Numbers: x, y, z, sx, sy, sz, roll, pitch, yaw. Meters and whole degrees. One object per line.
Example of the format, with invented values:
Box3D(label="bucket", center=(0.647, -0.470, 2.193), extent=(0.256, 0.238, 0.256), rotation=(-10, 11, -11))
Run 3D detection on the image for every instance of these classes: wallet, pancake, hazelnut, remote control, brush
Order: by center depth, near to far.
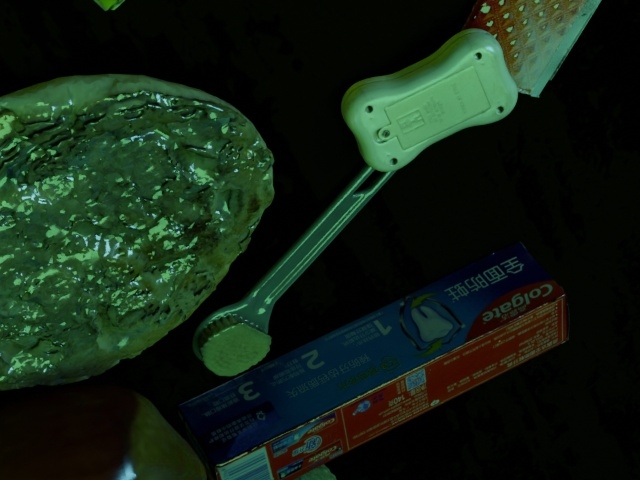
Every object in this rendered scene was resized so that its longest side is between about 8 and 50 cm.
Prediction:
Box3D(label="pancake", center=(-0.162, -0.002, 1.070), extent=(0.282, 0.049, 0.282), rotation=(-18, 135, -19))
Box3D(label="hazelnut", center=(-0.184, 0.209, 1.140), extent=(0.181, 0.181, 0.212), rotation=(-35, 119, -33))
Box3D(label="remote control", center=(0.078, -0.100, 1.143), extent=(0.122, 0.032, 0.074), rotation=(-25, 124, 3))
Box3D(label="wallet", center=(0.168, -0.193, 1.147), extent=(0.103, 0.020, 0.196), rotation=(10, 122, -34))
Box3D(label="brush", center=(0.000, 0.000, 1.199), extent=(0.266, 0.027, 0.062), rotation=(-49, 134, 11))

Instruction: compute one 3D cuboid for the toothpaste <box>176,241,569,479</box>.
Box3D(label="toothpaste", center=(0.046, 0.106, 1.289), extent=(0.320, 0.076, 0.066), rotation=(-24, 137, -14))

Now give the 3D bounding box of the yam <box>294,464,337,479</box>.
Box3D(label="yam", center=(-0.071, 0.308, 1.306), extent=(0.271, 0.202, 0.201), rotation=(-35, 179, -3))

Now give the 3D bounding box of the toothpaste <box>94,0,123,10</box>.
Box3D(label="toothpaste", center=(-0.192, -0.248, 0.784), extent=(0.077, 0.110, 0.327), rotation=(-44, 138, 4))
